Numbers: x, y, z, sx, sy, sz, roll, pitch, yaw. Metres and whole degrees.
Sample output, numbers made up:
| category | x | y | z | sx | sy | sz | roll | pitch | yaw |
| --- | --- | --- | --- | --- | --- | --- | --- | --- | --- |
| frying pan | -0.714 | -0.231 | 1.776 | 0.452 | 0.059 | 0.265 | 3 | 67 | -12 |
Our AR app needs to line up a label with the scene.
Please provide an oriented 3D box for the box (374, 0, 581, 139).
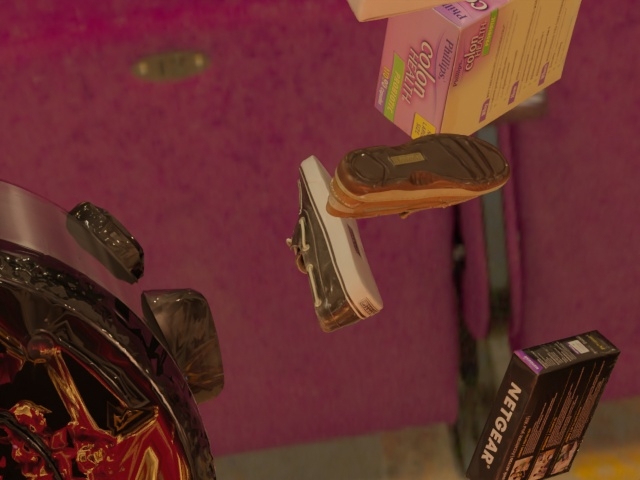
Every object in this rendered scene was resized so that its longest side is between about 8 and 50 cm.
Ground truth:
| category | x | y | z | sx | sy | sz | roll | pitch | yaw |
| --- | --- | --- | --- | --- | --- | --- | --- | --- | --- |
| box | 0.202 | -0.262 | 1.956 | 0.243 | 0.214 | 0.117 | -33 | 60 | -30 |

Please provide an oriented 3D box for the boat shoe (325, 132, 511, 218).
| category | x | y | z | sx | sy | sz | roll | pitch | yaw |
| --- | --- | --- | --- | --- | --- | --- | --- | --- | --- |
| boat shoe | 0.086 | -0.053 | 1.437 | 0.190 | 0.072 | 0.068 | -3 | 53 | -31 |

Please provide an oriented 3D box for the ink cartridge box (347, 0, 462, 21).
| category | x | y | z | sx | sy | sz | roll | pitch | yaw |
| --- | --- | --- | --- | --- | --- | --- | --- | --- | --- |
| ink cartridge box | 0.026 | -0.230 | 0.681 | 0.092 | 0.160 | 0.219 | -16 | 62 | -22 |

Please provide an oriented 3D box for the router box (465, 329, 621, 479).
| category | x | y | z | sx | sy | sz | roll | pitch | yaw |
| --- | --- | --- | --- | --- | --- | --- | --- | --- | --- |
| router box | 0.244 | 0.191 | 1.717 | 0.133 | 0.179 | 0.046 | -10 | 39 | -38 |

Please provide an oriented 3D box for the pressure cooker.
| category | x | y | z | sx | sy | sz | roll | pitch | yaw |
| --- | --- | --- | --- | --- | --- | --- | --- | --- | --- |
| pressure cooker | -0.266 | 0.135 | 1.068 | 0.370 | 0.420 | 0.375 | 31 | 93 | -17 |

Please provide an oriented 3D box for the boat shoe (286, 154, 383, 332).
| category | x | y | z | sx | sy | sz | roll | pitch | yaw |
| --- | --- | --- | --- | --- | --- | --- | --- | --- | --- |
| boat shoe | 0.000 | 0.000 | 1.602 | 0.070 | 0.078 | 0.219 | -29 | 44 | 12 |
